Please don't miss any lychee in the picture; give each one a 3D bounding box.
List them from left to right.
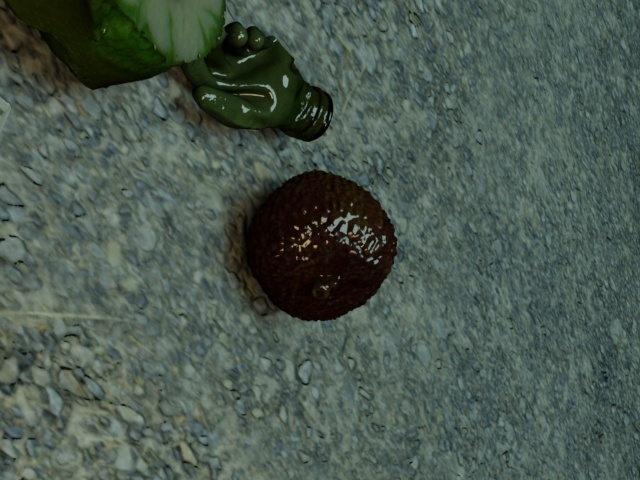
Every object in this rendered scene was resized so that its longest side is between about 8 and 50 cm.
[{"bbox_3d":[-0.003,0.005,1.386,0.194,0.194,0.194,8,80,-53],"label":"lychee"}]

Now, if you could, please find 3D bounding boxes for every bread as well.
[{"bbox_3d":[-0.208,-0.351,1.136,0.382,0.129,0.366,-58,139,-55],"label":"bread"}]

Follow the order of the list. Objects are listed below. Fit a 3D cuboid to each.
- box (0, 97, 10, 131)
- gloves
[{"bbox_3d":[-0.380,-0.111,0.962,0.194,0.073,0.139,43,52,-43],"label":"box"},{"bbox_3d":[-0.084,-0.193,1.351,0.268,0.107,0.135,31,69,-56],"label":"gloves"}]
